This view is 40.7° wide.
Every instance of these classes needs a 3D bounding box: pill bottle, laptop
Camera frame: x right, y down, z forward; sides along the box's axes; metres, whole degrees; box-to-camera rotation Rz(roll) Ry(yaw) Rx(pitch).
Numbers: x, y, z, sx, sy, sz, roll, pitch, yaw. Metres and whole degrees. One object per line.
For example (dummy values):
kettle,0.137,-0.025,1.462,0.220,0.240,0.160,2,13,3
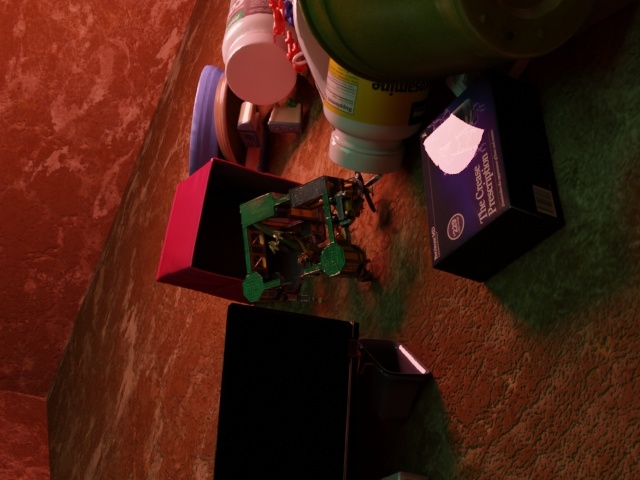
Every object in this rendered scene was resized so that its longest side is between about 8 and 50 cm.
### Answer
pill bottle,0.107,-0.298,1.554,0.188,0.188,0.333,-120,34,-58
laptop,-0.072,0.314,1.382,0.408,0.237,0.381,145,130,-74
pill bottle,-0.139,-0.507,2.171,0.204,0.204,0.361,-55,22,34

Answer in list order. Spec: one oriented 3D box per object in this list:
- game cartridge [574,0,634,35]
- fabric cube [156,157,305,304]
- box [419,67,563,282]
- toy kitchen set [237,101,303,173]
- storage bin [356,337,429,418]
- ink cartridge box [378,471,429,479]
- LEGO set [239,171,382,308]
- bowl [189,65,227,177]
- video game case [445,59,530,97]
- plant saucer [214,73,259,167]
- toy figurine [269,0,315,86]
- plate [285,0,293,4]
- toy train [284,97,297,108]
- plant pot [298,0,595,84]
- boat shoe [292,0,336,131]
game cartridge,0.430,-0.496,1.226,0.230,0.068,0.354,-32,47,60
fabric cube,-0.196,-0.009,1.971,0.258,0.259,0.254,-22,56,61
box,0.248,-0.097,1.300,0.184,0.103,0.261,-47,35,47
toy kitchen set,-0.117,-0.249,2.188,0.207,0.166,0.122,70,-154,-68
storage bin,0.103,0.228,1.409,0.135,0.098,0.091,-140,59,-63
ink cartridge box,0.074,0.529,1.301,0.261,0.066,0.296,-41,39,47
LEGO set,0.000,0.000,1.710,0.331,0.192,0.254,-29,66,38
bowl,-0.294,-0.284,2.382,0.391,0.077,0.390,-174,90,-89
video game case,0.289,-0.308,1.436,0.190,0.022,0.173,-60,28,25
plant saucer,-0.218,-0.318,2.257,0.278,0.041,0.277,-1,-90,-75
toy figurine,0.035,-0.494,1.960,0.362,0.217,0.191,34,-129,-72
plate,0.002,-0.614,2.110,0.188,0.024,0.188,-23,25,11
toy train,-0.072,-0.345,2.207,0.023,0.017,0.083,-56,28,10
plant pot,0.198,-0.391,1.229,0.353,0.367,0.366,32,104,62
boat shoe,0.026,-0.359,1.745,0.367,0.136,0.156,68,166,-13
